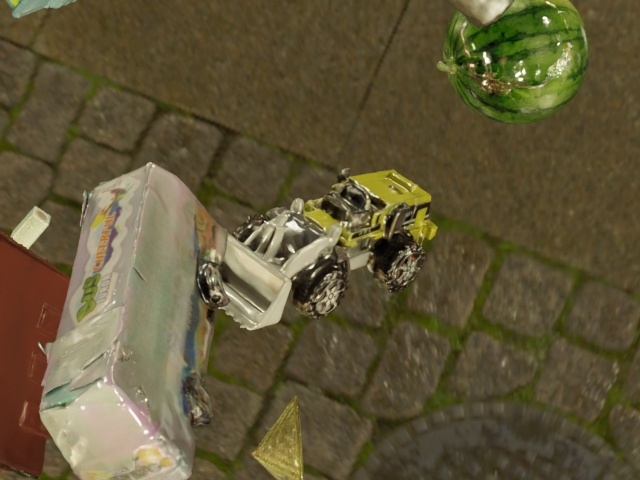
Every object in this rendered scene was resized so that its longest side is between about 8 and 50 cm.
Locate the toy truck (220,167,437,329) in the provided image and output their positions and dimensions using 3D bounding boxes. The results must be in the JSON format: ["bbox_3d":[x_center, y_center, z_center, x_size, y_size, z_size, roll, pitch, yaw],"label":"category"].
[{"bbox_3d":[0.000,0.000,1.408,0.286,0.111,0.136,-21,43,-42],"label":"toy truck"}]

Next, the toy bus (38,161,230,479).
[{"bbox_3d":[-0.161,0.072,1.183,0.112,0.138,0.317,-23,35,18],"label":"toy bus"}]

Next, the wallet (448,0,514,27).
[{"bbox_3d":[0.110,-0.386,1.409,0.321,0.044,0.170,40,99,-11],"label":"wallet"}]

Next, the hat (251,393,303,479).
[{"bbox_3d":[-0.057,0.273,1.746,0.067,0.146,0.146,-4,74,-1],"label":"hat"}]

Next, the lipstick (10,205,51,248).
[{"bbox_3d":[-0.451,0.007,1.995,0.030,0.030,0.129,38,109,-21],"label":"lipstick"}]

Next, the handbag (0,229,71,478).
[{"bbox_3d":[-0.381,0.124,1.526,0.084,0.275,0.260,-1,72,20],"label":"handbag"}]

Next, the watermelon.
[{"bbox_3d":[0.242,-0.241,1.749,0.215,0.188,0.188,-15,73,-14],"label":"watermelon"}]

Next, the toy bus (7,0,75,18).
[{"bbox_3d":[-0.266,-0.398,1.464,0.152,0.312,0.190,-34,92,-41],"label":"toy bus"}]
